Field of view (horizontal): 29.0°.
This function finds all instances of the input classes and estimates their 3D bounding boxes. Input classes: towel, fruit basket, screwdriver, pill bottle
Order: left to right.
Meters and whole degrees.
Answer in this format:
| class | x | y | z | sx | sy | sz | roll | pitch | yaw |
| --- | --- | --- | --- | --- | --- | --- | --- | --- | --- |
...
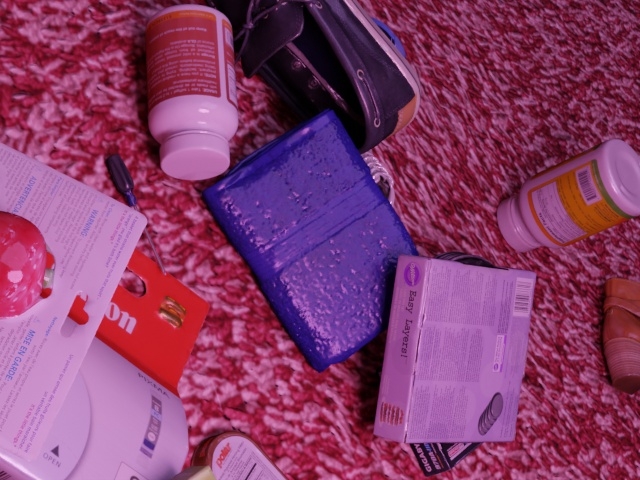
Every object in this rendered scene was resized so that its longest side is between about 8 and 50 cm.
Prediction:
| class | x | y | z | sx | sy | sz | roll | pitch | yaw |
| --- | --- | --- | --- | --- | --- | --- | --- | --- | --- |
| fruit basket | -0.385 | 0.018 | 1.234 | 0.353 | 0.165 | 0.327 | 31 | 48 | -15 |
| screwdriver | -0.234 | -0.031 | 1.576 | 0.024 | 0.025 | 0.170 | -17 | 83 | -49 |
| pill bottle | -0.172 | -0.196 | 1.654 | 0.121 | 0.121 | 0.216 | 17 | 58 | -40 |
| towel | 0.000 | 0.000 | 1.726 | 0.227 | 0.076 | 0.308 | -34 | 96 | -16 |
| pill bottle | 0.428 | -0.067 | 2.120 | 0.136 | 0.245 | 0.136 | 24 | 54 | -37 |

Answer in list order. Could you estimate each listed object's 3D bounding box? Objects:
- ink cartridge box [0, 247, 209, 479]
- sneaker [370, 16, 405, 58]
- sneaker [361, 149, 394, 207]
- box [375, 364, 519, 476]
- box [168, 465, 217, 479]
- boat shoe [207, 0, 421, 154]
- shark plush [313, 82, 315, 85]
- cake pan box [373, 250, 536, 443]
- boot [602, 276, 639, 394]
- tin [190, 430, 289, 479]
| class | x | y | z | sx | sy | sz | roll | pitch | yaw |
| --- | --- | --- | --- | --- | --- | --- | --- | --- | --- |
| ink cartridge box | -0.268 | 0.126 | 1.403 | 0.308 | 0.091 | 0.385 | 40 | 46 | -25 |
| sneaker | 0.035 | -0.332 | 1.986 | 0.232 | 0.081 | 0.090 | 37 | 49 | -18 |
| sneaker | 0.070 | -0.085 | 1.871 | 0.094 | 0.091 | 0.258 | 14 | 60 | -42 |
| box | 0.195 | 0.229 | 1.863 | 0.220 | 0.051 | 0.175 | -26 | 89 | -50 |
| box | -0.189 | 0.411 | 1.261 | 0.322 | 0.058 | 0.232 | -33 | 99 | -38 |
| boat shoe | -0.061 | -0.321 | 1.780 | 0.500 | 0.186 | 0.156 | 46 | 50 | -11 |
| shark plush | 0.032 | -0.236 | 1.947 | 0.161 | 0.073 | 0.067 | -1 | 100 | -52 |
| cake pan box | 0.194 | 0.150 | 1.734 | 0.245 | 0.070 | 0.267 | 6 | 92 | -46 |
| boot | 0.623 | 0.206 | 2.305 | 0.283 | 0.109 | 0.220 | 24 | 49 | -27 |
| tin | -0.083 | 0.319 | 1.536 | 0.190 | 0.040 | 0.106 | 50 | 38 | -14 |
